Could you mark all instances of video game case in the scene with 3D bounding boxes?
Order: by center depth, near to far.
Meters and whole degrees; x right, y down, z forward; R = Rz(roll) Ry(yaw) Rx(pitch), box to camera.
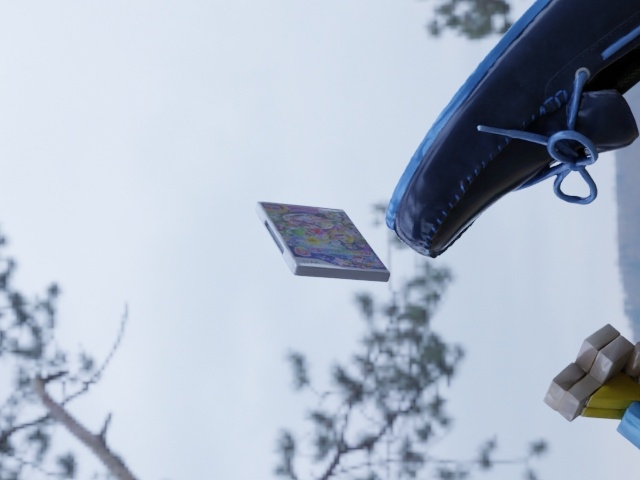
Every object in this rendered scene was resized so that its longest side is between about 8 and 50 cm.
[{"bbox_3d":[0.000,0.000,1.058,0.122,0.087,0.011,-124,44,-56],"label":"video game case"}]

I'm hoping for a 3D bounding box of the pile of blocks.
[{"bbox_3d":[0.440,0.165,1.358,0.112,0.362,0.149,99,168,-47],"label":"pile of blocks"}]

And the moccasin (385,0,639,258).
[{"bbox_3d":[0.187,-0.112,0.885,0.342,0.117,0.138,-50,-14,10],"label":"moccasin"}]
